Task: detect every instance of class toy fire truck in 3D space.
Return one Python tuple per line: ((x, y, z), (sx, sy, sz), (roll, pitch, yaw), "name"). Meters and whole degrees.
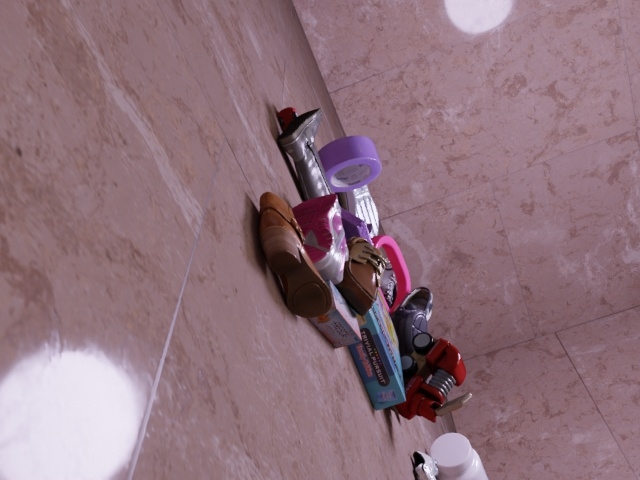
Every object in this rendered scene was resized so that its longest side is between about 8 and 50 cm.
((-0.049, -0.248, 1.630), (0.135, 0.047, 0.192), (-68, 137, -77), "toy fire truck")
((0.298, 0.358, 1.597), (0.246, 0.217, 0.158), (22, -31, 43), "toy fire truck")

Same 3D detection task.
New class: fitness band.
((0.211, 0.120, 2.036), (0.209, 0.054, 0.290), (-53, 130, -40), "fitness band")

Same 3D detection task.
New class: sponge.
((0.086, -0.026, 1.762), (0.117, 0.031, 0.210), (66, -13, -24), "sponge")

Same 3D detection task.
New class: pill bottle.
((0.467, 0.782, 2.117), (0.160, 0.160, 0.283), (-94, 161, -59), "pill bottle")

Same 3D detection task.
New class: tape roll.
((0.081, -0.224, 1.885), (0.189, 0.189, 0.080), (49, 24, -66), "tape roll")

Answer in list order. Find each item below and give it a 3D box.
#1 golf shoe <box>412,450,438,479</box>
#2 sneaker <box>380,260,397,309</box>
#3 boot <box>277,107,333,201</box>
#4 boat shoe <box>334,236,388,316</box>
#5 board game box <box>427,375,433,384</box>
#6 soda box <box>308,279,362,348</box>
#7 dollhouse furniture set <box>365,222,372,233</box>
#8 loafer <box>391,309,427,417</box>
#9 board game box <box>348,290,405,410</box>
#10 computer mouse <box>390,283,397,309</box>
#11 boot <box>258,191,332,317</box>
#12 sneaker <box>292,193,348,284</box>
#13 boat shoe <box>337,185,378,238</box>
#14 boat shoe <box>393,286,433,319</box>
((0.277, 0.637, 1.687), (0.086, 0.069, 0.176), (44, 17, -23), "golf shoe")
((0.237, 0.156, 2.175), (0.086, 0.132, 0.228), (59, 14, -51), "sneaker")
((-0.013, -0.190, 1.526), (0.208, 0.076, 0.189), (59, 45, -24), "boot")
((0.079, 0.056, 1.373), (0.122, 0.120, 0.324), (47, 7, -13), "boat shoe")
((0.271, 0.373, 1.880), (0.045, 0.147, 0.193), (-91, 159, -65), "board game box")
((0.024, 0.142, 1.204), (0.183, 0.058, 0.062), (57, 16, -57), "soda box")
((0.111, -0.019, 2.116), (0.081, 0.091, 0.114), (-121, -145, -64), "dollhouse furniture set")
((0.238, 0.341, 1.788), (0.109, 0.095, 0.302), (0, 95, -45), "loafer")
((0.123, 0.213, 1.568), (0.336, 0.079, 0.253), (-81, 149, -72), "board game box")
((0.256, 0.268, 2.283), (0.188, 0.072, 0.272), (-83, 164, -74), "computer mouse")
((-0.042, 0.023, 1.041), (0.152, 0.073, 0.197), (-106, 173, -47), "boot")
((0.000, 0.000, 1.271), (0.252, 0.103, 0.111), (-83, 155, -53), "sneaker")
((0.121, -0.127, 2.204), (0.094, 0.109, 0.302), (-8, -85, 56), "boat shoe")
((0.278, 0.237, 2.002), (0.302, 0.114, 0.091), (-45, 141, -61), "boat shoe")
